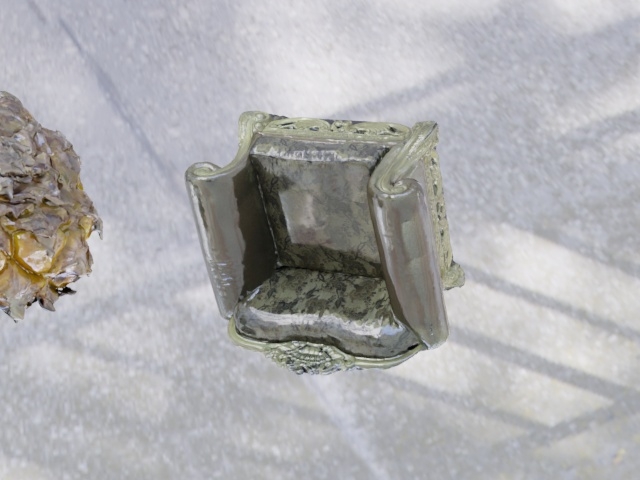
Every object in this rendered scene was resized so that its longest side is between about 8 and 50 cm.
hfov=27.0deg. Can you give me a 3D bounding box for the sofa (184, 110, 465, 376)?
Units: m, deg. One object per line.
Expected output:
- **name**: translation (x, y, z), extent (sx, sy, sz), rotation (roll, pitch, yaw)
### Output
- **sofa**: translation (0.000, 0.000, 1.301), extent (0.258, 0.182, 0.200), rotation (7, 125, 28)

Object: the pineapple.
- **pineapple**: translation (-0.243, -0.041, 0.953), extent (0.225, 0.225, 0.076), rotation (22, 123, -25)
